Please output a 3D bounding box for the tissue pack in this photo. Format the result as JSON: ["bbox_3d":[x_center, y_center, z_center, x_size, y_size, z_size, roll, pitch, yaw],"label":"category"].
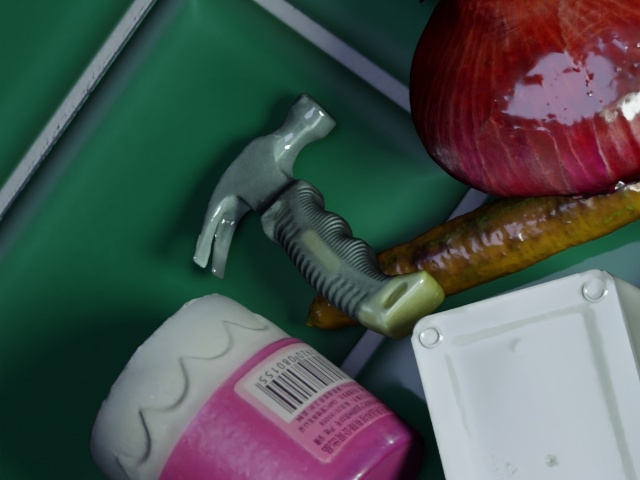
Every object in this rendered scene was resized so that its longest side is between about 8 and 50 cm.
[{"bbox_3d":[0.177,0.160,1.375,0.159,0.136,0.246,-16,78,16],"label":"tissue pack"}]

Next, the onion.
[{"bbox_3d":[0.174,-0.135,1.385,0.248,0.161,0.248,-11,66,27],"label":"onion"}]

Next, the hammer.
[{"bbox_3d":[0.000,0.000,1.470,0.159,0.041,0.226,-50,51,3],"label":"hammer"}]

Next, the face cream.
[{"bbox_3d":[-0.047,0.158,1.428,0.195,0.175,0.175,36,94,20],"label":"face cream"}]

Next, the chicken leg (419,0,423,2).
[{"bbox_3d":[0.121,-0.296,1.497,0.105,0.063,0.234,11,85,15],"label":"chicken leg"}]

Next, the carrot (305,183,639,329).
[{"bbox_3d":[0.125,-0.001,1.453,0.314,0.066,0.066,-23,76,15],"label":"carrot"}]
